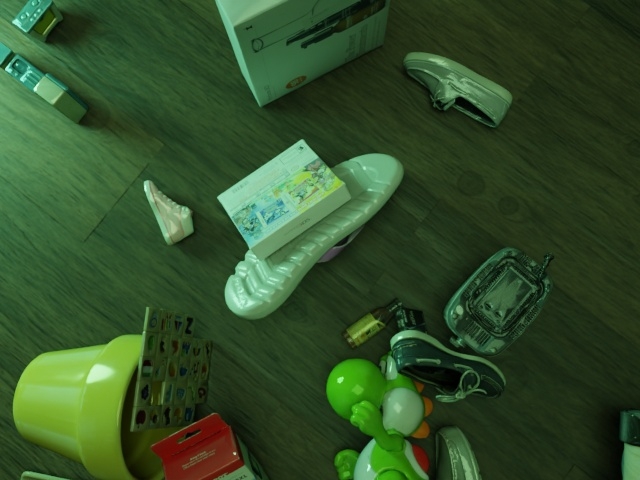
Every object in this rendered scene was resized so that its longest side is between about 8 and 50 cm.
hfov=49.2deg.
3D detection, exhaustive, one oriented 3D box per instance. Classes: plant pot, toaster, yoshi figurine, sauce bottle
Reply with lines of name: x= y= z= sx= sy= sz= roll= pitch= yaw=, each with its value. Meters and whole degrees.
plant pot: x=-0.387 y=0.288 z=1.226 sx=0.239 sy=0.254 sz=0.254 roll=2 pitch=83 yaw=16
toaster: x=0.320 y=0.105 z=1.274 sx=0.129 sy=0.146 sz=0.227 roll=41 pitch=86 yaw=5
yoshi figurine: x=0.080 y=0.358 z=1.218 sx=0.204 sy=0.203 sz=0.362 roll=-15 pitch=54 yaw=33
sauce bottle: x=0.101 y=0.155 z=1.324 sx=0.128 sy=0.042 sz=0.042 roll=-36 pitch=84 yaw=-1

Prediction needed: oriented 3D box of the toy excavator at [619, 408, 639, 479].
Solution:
toy excavator: x=0.781 y=0.414 z=1.208 sx=0.433 sy=0.445 sz=0.222 roll=-2 pitch=82 yaw=42

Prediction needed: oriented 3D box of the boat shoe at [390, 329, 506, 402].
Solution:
boat shoe: x=0.233 y=0.239 z=1.244 sx=0.254 sy=0.095 sz=0.079 roll=31 pitch=39 yaw=-27

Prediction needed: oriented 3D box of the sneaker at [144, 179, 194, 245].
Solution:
sneaker: x=-0.288 y=-0.063 z=1.354 sx=0.070 sy=0.051 sz=0.134 roll=-24 pitch=87 yaw=-4

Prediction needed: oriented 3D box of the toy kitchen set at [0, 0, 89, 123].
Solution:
toy kitchen set: x=-0.522 y=-0.365 z=1.357 sx=0.207 sy=0.122 sz=0.166 roll=36 pitch=85 yaw=5

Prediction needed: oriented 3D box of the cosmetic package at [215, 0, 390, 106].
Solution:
cosmetic package: x=-0.020 y=-0.391 z=1.224 sx=0.284 sy=0.377 sz=0.097 roll=-26 pitch=83 yaw=-1

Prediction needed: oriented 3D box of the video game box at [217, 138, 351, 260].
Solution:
video game box: x=-0.071 y=-0.080 z=1.302 sx=0.205 sy=0.048 sz=0.187 roll=-34 pitch=41 yaw=-3

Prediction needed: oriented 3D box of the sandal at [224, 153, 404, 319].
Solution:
sandal: x=-0.008 y=-0.007 z=1.312 sx=0.416 sy=0.102 sz=0.169 roll=-42 pitch=46 yaw=-9

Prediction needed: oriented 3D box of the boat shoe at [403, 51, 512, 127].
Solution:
boat shoe: x=0.258 y=-0.289 z=1.357 sx=0.227 sy=0.079 sz=0.081 roll=25 pitch=80 yaw=1

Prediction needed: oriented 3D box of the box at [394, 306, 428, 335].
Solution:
box: x=0.172 y=0.168 z=1.301 sx=0.018 sy=0.067 sz=0.083 roll=-31 pitch=57 yaw=37

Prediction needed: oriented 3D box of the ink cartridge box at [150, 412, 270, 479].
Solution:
ink cartridge box: x=-0.181 y=0.412 z=1.211 sx=0.134 sy=0.231 sz=0.078 roll=-28 pitch=40 yaw=-2

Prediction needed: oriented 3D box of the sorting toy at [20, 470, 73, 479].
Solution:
sorting toy: x=-0.524 y=0.549 z=1.287 sx=0.307 sy=0.041 sz=0.229 roll=11 pitch=83 yaw=2

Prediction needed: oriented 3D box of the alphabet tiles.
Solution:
alphabet tiles: x=-0.252 y=0.227 z=1.225 sx=0.009 sy=0.237 sz=0.198 roll=1 pitch=79 yaw=19

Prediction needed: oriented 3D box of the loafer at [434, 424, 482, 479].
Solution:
loafer: x=0.232 y=0.494 z=1.247 sx=0.111 sy=0.112 sz=0.319 roll=-5 pitch=84 yaw=-8
